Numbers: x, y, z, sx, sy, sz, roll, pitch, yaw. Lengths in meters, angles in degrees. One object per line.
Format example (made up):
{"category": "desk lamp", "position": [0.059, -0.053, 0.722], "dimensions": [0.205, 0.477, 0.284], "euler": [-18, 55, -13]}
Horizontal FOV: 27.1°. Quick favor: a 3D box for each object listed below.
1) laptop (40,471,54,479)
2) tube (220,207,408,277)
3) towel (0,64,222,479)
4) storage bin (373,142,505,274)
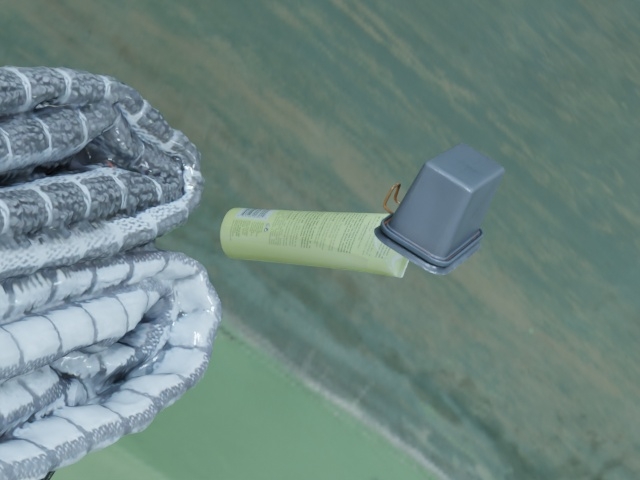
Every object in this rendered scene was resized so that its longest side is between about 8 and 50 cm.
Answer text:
{"category": "laptop", "position": [-0.300, 0.121, 1.292], "dimensions": [0.236, 0.382, 0.408], "euler": [-37, 150, -6]}
{"category": "tube", "position": [0.000, 0.000, 1.522], "dimensions": [0.240, 0.062, 0.070], "euler": [3, 92, 28]}
{"category": "towel", "position": [-0.199, 0.020, 0.381], "dimensions": [0.235, 0.284, 0.121], "euler": [-5, 94, 31]}
{"category": "storage bin", "position": [0.120, -0.041, 1.308], "dimensions": [0.098, 0.135, 0.091], "euler": [33, 116, 15]}
